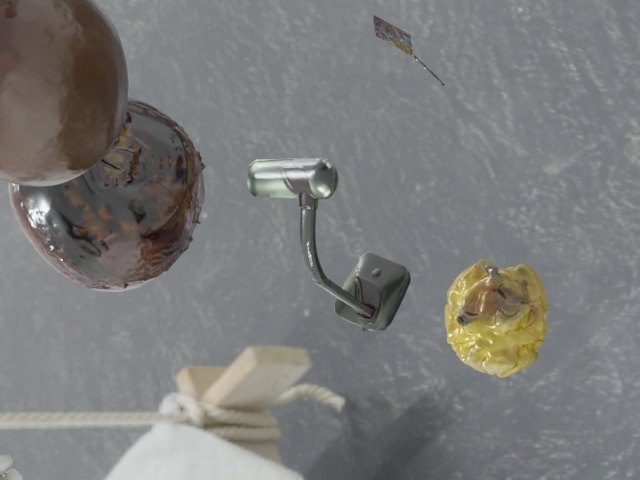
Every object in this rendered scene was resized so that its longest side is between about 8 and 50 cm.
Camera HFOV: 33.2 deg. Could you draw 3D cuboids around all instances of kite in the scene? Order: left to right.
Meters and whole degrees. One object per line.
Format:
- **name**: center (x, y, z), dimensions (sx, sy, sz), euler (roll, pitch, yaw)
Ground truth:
- **kite**: center (0.070, -0.150, 0.835), dimensions (0.078, 0.044, 0.002), euler (36, 123, -2)

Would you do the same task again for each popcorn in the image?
- **popcorn**: center (0.239, 0.101, 1.458), dimensions (0.148, 0.152, 0.167), euler (-25, 52, 10)

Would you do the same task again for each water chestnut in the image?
- **water chestnut**: center (-0.370, -0.084, 1.829), dimensions (0.302, 0.350, 0.350), euler (-21, 68, 51)

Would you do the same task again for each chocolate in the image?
- **chocolate**: center (-0.226, -0.126, 0.811), dimensions (0.177, 0.177, 0.177), euler (-10, 77, 47)

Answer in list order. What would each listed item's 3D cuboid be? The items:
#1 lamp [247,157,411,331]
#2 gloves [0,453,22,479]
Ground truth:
- **lamp**: center (-0.005, 0.004, 1.617), dimensions (0.124, 0.283, 0.203), euler (-50, 38, -16)
- **gloves**: center (-0.466, 0.387, 1.464), dimensions (0.097, 0.119, 0.229), euler (14, 97, 8)
